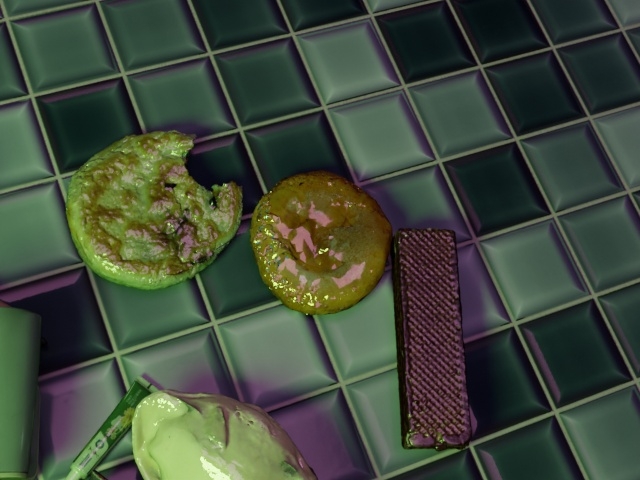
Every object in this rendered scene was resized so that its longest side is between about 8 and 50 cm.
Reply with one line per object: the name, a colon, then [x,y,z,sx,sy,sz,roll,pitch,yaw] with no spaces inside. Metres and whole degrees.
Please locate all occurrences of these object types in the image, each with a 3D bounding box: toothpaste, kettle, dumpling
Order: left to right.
kettle: [-0.479,0.236,1.503,0.159,0.210,0.243,-8,75,8]
toothpaste: [-0.328,0.300,1.593,0.049,0.031,0.204,36,64,4]
dumpling: [-0.151,0.368,1.551,0.318,0.187,0.243,30,105,11]

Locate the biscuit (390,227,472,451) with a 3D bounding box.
biscuit: [0.182,0.165,1.722,0.107,0.073,0.388,2,66,-8]

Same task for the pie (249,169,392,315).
pie: [0.000,-0.001,1.762,0.273,0.069,0.273,2,64,-5]

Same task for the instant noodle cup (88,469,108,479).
instant noodle cup: [-0.331,0.427,1.497,0.127,0.127,0.136,39,74,7]

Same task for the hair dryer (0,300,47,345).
hair dryer: [-0.570,0.069,1.583,0.344,0.189,0.107,31,62,-13]

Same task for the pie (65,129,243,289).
pie: [-0.285,-0.055,1.733,0.302,0.067,0.303,4,67,-11]
